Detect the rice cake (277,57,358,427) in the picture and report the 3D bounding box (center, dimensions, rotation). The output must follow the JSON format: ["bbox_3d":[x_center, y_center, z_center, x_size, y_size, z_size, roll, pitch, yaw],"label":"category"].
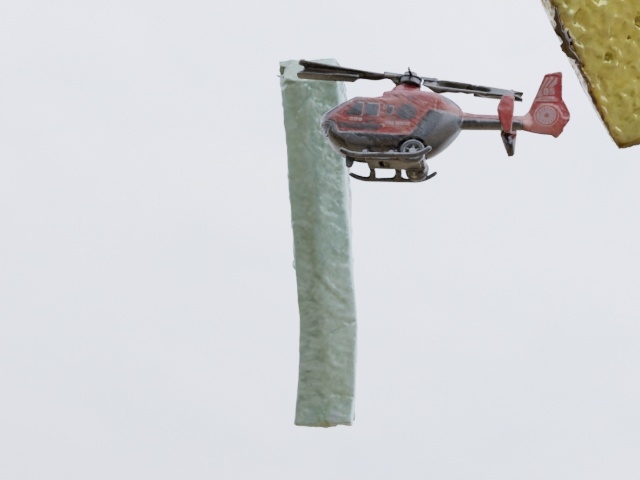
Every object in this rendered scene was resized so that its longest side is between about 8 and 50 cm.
[{"bbox_3d":[0.000,0.000,0.991,0.045,0.245,0.042,-4,-8,6],"label":"rice cake"}]

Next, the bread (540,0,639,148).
[{"bbox_3d":[0.291,-0.233,1.461,0.160,0.147,0.260,-31,-70,6],"label":"bread"}]

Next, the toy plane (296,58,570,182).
[{"bbox_3d":[0.058,-0.064,0.792,0.145,0.060,0.037,1,-19,10],"label":"toy plane"}]
